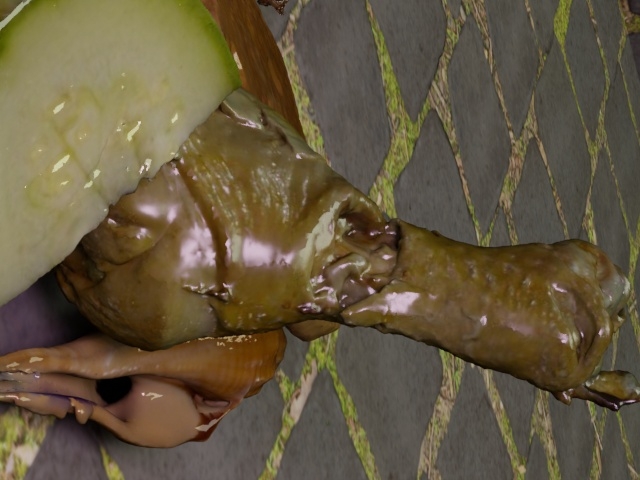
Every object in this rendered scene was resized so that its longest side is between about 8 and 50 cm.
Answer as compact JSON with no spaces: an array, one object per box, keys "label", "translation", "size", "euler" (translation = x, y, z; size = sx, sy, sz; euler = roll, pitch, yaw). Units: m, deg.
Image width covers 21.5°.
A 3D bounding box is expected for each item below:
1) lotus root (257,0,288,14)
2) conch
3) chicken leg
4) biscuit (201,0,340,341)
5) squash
[{"label":"lotus root","translation":[-0.049,-0.261,1.435],"size":[0.073,0.062,0.150],"euler":[116,-34,-85]},{"label":"conch","translation":[-0.121,0.077,1.123],"size":[0.330,0.093,0.109],"euler":[1,116,-52]},{"label":"chicken leg","translation":[0.000,0.000,1.035],"size":[0.152,0.429,0.201],"euler":[99,12,-53]},{"label":"biscuit","translation":[-0.059,-0.101,1.302],"size":[0.269,0.051,0.375],"euler":[51,23,-71]},{"label":"squash","translation":[-0.189,-0.108,0.907],"size":[0.237,0.155,0.204],"euler":[-48,141,-34]}]
